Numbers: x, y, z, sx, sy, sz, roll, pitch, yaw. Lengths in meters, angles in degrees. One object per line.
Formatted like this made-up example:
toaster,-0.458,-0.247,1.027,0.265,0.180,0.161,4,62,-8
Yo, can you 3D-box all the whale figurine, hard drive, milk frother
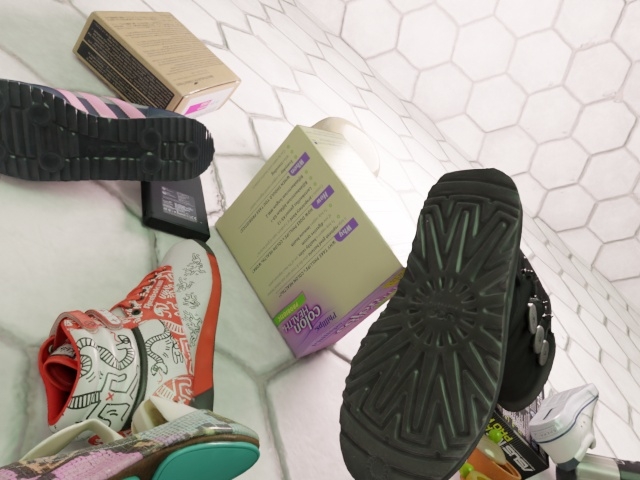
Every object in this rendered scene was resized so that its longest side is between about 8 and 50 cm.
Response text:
whale figurine,0.018,-0.119,1.028,0.216,0.141,0.271,29,57,-28
hard drive,-0.211,-0.062,0.727,0.094,0.022,0.135,20,37,-38
milk frother,0.499,0.462,0.908,0.135,0.129,0.143,10,64,5

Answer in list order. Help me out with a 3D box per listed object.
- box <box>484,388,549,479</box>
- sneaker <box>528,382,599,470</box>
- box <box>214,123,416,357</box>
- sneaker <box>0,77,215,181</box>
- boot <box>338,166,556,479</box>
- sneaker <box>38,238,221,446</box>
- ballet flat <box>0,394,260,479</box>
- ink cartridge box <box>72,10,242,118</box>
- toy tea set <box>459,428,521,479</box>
box,0.334,0.277,0.962,0.216,0.060,0.270,45,28,2
sneaker,0.447,0.329,0.903,0.258,0.094,0.091,-8,69,-47
box,0.000,0.000,0.721,0.117,0.213,0.242,-5,55,-55
sneaker,-0.305,-0.132,0.635,0.319,0.112,0.131,5,15,-38
boot,0.213,0.166,0.689,0.146,0.366,0.445,18,-16,32
sneaker,-0.184,0.077,0.507,0.145,0.090,0.270,28,35,-34
ballet flat,-0.140,0.158,0.366,0.079,0.076,0.222,42,24,32
ink cartridge box,-0.278,-0.309,0.898,0.193,0.088,0.234,44,27,-5
toy tea set,0.282,0.338,0.608,0.200,0.124,0.336,31,4,-34
